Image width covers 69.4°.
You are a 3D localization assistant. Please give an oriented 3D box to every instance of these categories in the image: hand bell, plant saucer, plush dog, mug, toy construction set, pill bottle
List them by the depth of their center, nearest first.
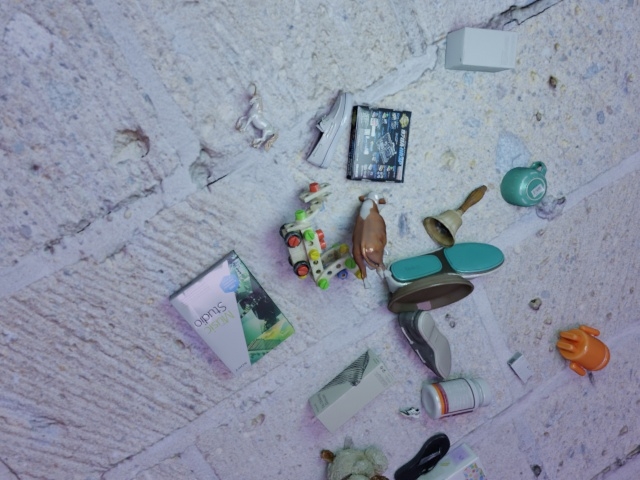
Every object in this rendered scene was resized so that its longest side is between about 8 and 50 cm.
[{"bbox_3d":[0.000,0.000,1.356,0.214,0.151,0.328,-21,107,-10],"label":"toy construction set"},{"bbox_3d":[0.344,0.170,1.465,0.277,0.278,0.041,-5,65,-15],"label":"plant saucer"},{"bbox_3d":[0.463,-0.100,1.508,0.242,0.126,0.126,-41,110,-17],"label":"hand bell"},{"bbox_3d":[0.106,0.814,1.535,0.262,0.225,0.210,-46,110,-1],"label":"plush dog"},{"bbox_3d":[0.687,-0.190,1.537,0.129,0.097,0.158,5,102,-17],"label":"mug"},{"bbox_3d":[0.482,0.554,1.638,0.220,0.121,0.121,-5,104,-15],"label":"pill bottle"}]

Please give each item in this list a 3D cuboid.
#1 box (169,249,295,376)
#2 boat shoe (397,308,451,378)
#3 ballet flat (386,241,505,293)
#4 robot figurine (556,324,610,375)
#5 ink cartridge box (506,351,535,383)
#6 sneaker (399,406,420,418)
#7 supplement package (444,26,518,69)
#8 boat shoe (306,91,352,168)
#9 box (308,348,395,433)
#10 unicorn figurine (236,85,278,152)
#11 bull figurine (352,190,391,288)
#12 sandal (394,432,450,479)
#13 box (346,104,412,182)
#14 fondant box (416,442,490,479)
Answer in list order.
[{"bbox_3d":[-0.257,0.222,1.385,0.232,0.058,0.322,-37,110,-5],"label":"box"},{"bbox_3d":[0.361,0.347,1.572,0.112,0.095,0.335,-56,131,-32],"label":"boat shoe"},{"bbox_3d":[0.400,0.097,1.517,0.399,0.139,0.139,-10,105,-10],"label":"ballet flat"},{"bbox_3d":[1.001,0.414,1.751,0.219,0.158,0.128,28,133,-19],"label":"robot figurine"},{"bbox_3d":[0.762,0.484,1.751,0.062,0.029,0.115,-41,111,-4],"label":"ink cartridge box"},{"bbox_3d":[0.320,0.615,1.658,0.083,0.032,0.037,17,84,-24],"label":"sneaker"},{"bbox_3d":[0.480,-0.569,1.387,0.179,0.105,0.105,-2,104,-16],"label":"supplement package"},{"bbox_3d":[0.023,-0.321,1.325,0.075,0.083,0.227,16,99,-20],"label":"boat shoe"},{"bbox_3d":[0.102,0.493,1.522,0.275,0.113,0.094,-38,109,-6],"label":"box"},{"bbox_3d":[-0.178,-0.332,1.285,0.111,0.060,0.162,-45,126,-3],"label":"unicorn figurine"},{"bbox_3d":[0.154,-0.009,1.365,0.101,0.310,0.189,-8,123,22],"label":"bull figurine"},{"bbox_3d":[0.389,0.824,1.709,0.254,0.054,0.097,-43,110,-3],"label":"sandal"},{"bbox_3d":[0.176,-0.287,1.393,0.175,0.051,0.221,1,102,-16],"label":"box"},{"bbox_3d":[0.538,0.978,1.767,0.238,0.096,0.331,-30,110,-8],"label":"fondant box"}]
